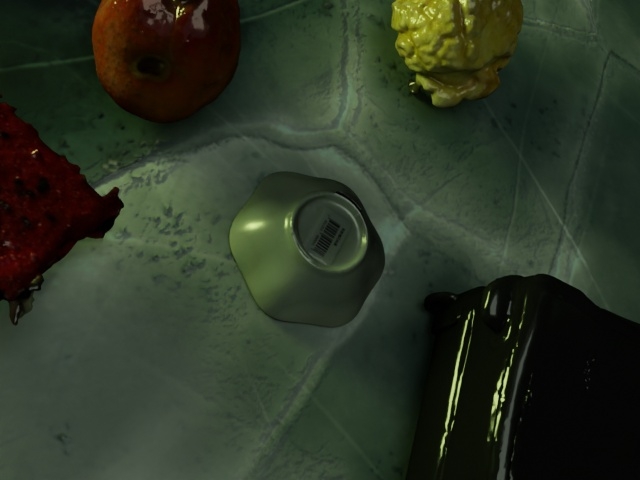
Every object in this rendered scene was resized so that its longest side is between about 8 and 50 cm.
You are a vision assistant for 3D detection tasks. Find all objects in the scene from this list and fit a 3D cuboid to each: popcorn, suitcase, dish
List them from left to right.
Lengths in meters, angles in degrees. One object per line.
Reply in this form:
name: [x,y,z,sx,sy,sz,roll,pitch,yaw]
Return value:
dish: [0.000,0.000,0.839,0.191,0.066,0.190,8,69,-23]
popcorn: [0.173,-0.261,0.966,0.180,0.170,0.180,19,47,-22]
suitcase: [0.255,0.238,0.828,0.339,0.188,0.345,27,62,-21]

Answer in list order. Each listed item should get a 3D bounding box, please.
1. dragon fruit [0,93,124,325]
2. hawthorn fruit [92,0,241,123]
dragon fruit: [-0.369,-0.059,0.637,0.343,0.100,0.282,45,31,-10]
hawthorn fruit: [-0.141,-0.229,0.724,0.165,0.285,0.165,5,70,-13]
